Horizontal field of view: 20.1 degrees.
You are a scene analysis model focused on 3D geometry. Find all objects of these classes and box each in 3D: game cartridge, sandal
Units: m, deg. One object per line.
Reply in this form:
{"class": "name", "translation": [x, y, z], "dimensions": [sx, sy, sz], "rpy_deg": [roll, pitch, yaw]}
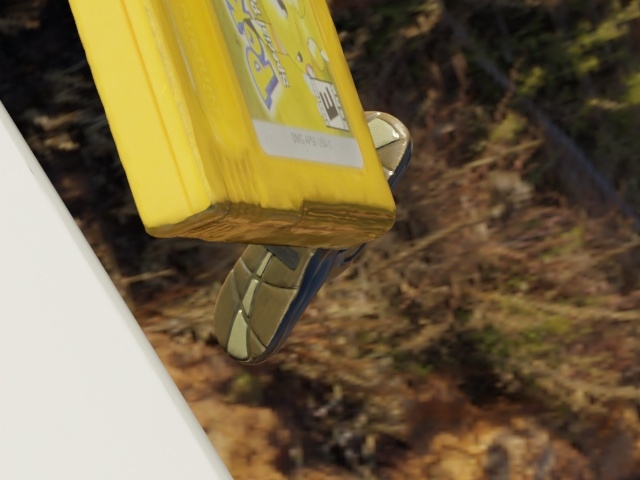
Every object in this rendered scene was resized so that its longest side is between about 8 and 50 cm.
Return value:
{"class": "game cartridge", "translation": [-0.059, -0.136, 0.998], "dimensions": [0.323, 0.052, 0.285], "rpy_deg": [5, 66, -74]}
{"class": "sandal", "translation": [0.000, 0.000, 1.334], "dimensions": [0.060, 0.090, 0.219], "rpy_deg": [12, 112, -49]}

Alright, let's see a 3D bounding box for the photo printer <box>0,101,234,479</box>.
{"class": "photo printer", "translation": [-0.178, 0.018, 0.342], "dimensions": [0.256, 0.107, 0.308], "rpy_deg": [-30, 86, -22]}
